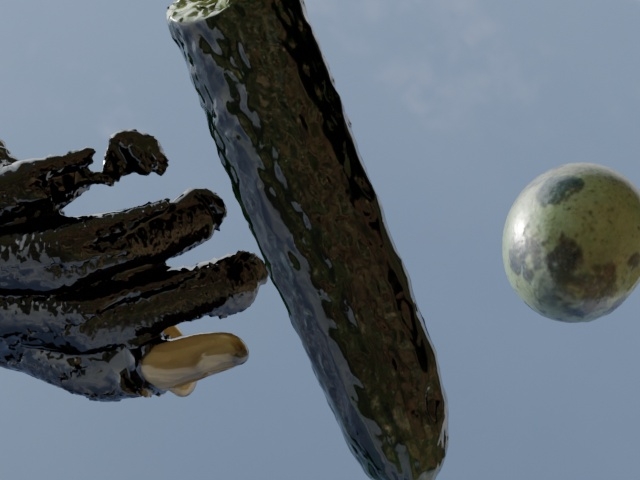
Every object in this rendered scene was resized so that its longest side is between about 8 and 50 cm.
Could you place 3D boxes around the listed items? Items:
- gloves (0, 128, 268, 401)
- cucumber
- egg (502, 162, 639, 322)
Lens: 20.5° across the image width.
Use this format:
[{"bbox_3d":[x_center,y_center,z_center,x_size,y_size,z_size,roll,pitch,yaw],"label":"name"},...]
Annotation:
[{"bbox_3d":[-0.111,0.020,0.806,0.106,0.129,0.180,-26,-138,-38],"label":"gloves"},{"bbox_3d":[0.000,0.000,0.678,0.052,0.058,0.215,-20,-91,-23],"label":"cucumber"},{"bbox_3d":[0.236,0.004,1.624,0.141,0.141,0.182,45,-147,-6],"label":"egg"}]
